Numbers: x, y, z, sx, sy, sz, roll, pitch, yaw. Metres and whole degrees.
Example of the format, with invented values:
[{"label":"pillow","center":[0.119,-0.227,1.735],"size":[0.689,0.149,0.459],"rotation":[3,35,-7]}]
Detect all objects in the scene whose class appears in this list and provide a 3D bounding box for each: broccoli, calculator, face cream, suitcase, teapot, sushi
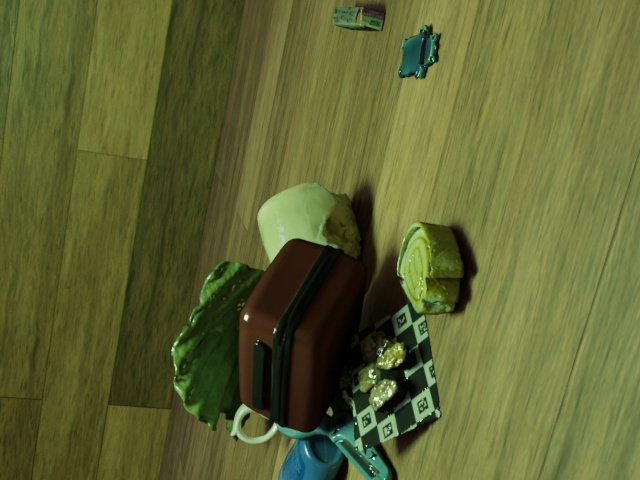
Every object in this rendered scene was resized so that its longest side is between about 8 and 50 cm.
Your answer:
[{"label":"broccoli","center":[0.071,0.241,1.554],"size":[0.097,0.095,0.092],"rotation":[-56,-41,-56]},{"label":"calculator","center":[0.168,-0.320,1.586],"size":[0.141,0.019,0.094],"rotation":[-173,90,-72]},{"label":"face cream","center":[-0.030,0.455,1.791],"size":[0.264,0.083,0.149],"rotation":[116,158,-46]},{"label":"suitcase","center":[-0.033,0.165,1.587],"size":[0.297,0.161,0.236],"rotation":[97,-161,-48]},{"label":"teapot","center":[-0.110,0.300,2.030],"size":[0.204,0.139,0.298],"rotation":[170,107,-70]},{"label":"sushi","center":[0.096,0.205,1.451],"size":[0.193,0.040,0.210],"rotation":[-36,45,39]}]

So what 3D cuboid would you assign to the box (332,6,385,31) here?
[{"label":"box","center":[0.075,-0.452,1.893],"size":[0.207,0.050,0.041],"rotation":[-137,58,-70]}]

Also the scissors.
[{"label":"scissors","center":[0.027,0.327,1.632],"size":[0.180,0.032,0.393],"rotation":[-45,29,-2]}]

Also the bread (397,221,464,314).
[{"label":"bread","center":[0.166,0.044,1.361],"size":[0.156,0.064,0.117],"rotation":[-105,24,-50]}]

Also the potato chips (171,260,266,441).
[{"label":"potato chips","center":[-0.190,0.252,2.134],"size":[0.373,0.097,0.389],"rotation":[45,-121,-58]}]

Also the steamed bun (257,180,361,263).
[{"label":"steamed bun","center":[0.000,0.000,1.747],"size":[0.170,0.200,0.225],"rotation":[-52,47,42]}]
